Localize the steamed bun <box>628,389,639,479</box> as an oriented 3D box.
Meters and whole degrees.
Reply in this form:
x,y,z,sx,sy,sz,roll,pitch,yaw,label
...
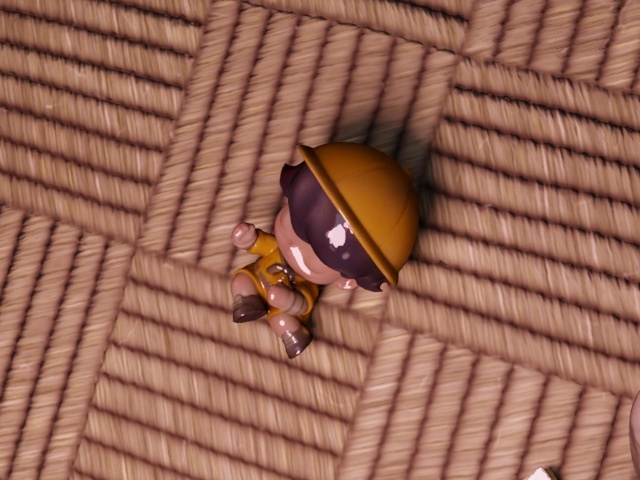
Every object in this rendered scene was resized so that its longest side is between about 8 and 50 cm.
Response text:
x,y,z,sx,sy,sz,roll,pitch,yaw,label
0.510,0.164,1.483,0.383,0.247,0.236,7,67,19,steamed bun

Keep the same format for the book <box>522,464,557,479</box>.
x,y,z,sx,sy,sz,roll,pitch,yaw,label
0.258,0.423,1.647,0.201,0.026,0.289,-40,75,11,book

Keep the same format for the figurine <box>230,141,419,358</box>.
x,y,z,sx,sy,sz,roll,pitch,yaw,label
0.002,-0.002,1.710,0.192,0.167,0.257,49,123,4,figurine
